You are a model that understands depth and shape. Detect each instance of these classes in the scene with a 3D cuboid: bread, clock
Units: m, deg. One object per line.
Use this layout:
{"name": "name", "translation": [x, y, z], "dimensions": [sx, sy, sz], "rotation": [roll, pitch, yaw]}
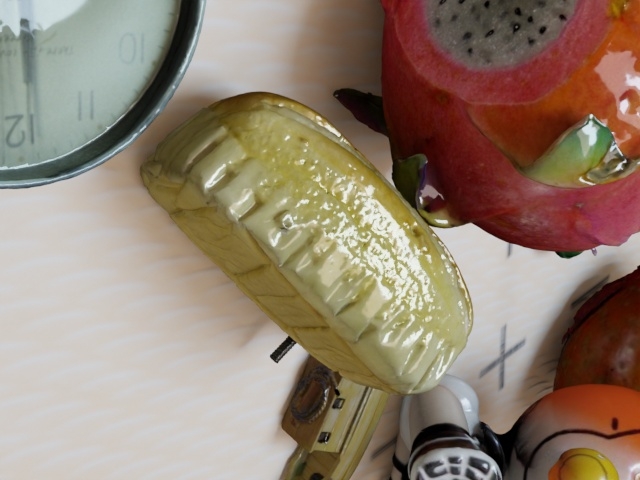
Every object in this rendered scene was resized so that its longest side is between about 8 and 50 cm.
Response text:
{"name": "bread", "translation": [0.000, 0.000, 0.575], "dimensions": [0.236, 0.140, 0.106], "rotation": [46, 72, -22]}
{"name": "clock", "translation": [-0.159, -0.135, 0.439], "dimensions": [0.226, 0.049, 0.226], "rotation": [-22, 124, -37]}

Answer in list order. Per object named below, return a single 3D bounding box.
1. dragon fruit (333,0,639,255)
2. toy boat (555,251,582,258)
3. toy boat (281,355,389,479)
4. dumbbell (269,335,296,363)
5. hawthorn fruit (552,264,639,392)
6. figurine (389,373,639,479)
{"name": "dragon fruit", "translation": [0.147, -0.136, 0.581], "dimensions": [0.189, 0.290, 0.291], "rotation": [22, 94, -43]}
{"name": "toy boat", "translation": [0.310, -0.073, 0.944], "dimensions": [0.210, 0.052, 0.104], "rotation": [-55, 141, -9]}
{"name": "toy boat", "translation": [0.012, 0.150, 0.759], "dimensions": [0.077, 0.057, 0.200], "rotation": [15, 100, -43]}
{"name": "dumbbell", "translation": [0.012, 0.044, 0.692], "dimensions": [0.147, 0.069, 0.069], "rotation": [-45, 136, -18]}
{"name": "hawthorn fruit", "translation": [0.430, 0.183, 1.017], "dimensions": [0.316, 0.316, 0.316], "rotation": [-23, 126, -36]}
{"name": "figurine", "translation": [0.232, 0.232, 0.830], "dimensions": [0.320, 0.323, 0.196], "rotation": [101, -1, -66]}
